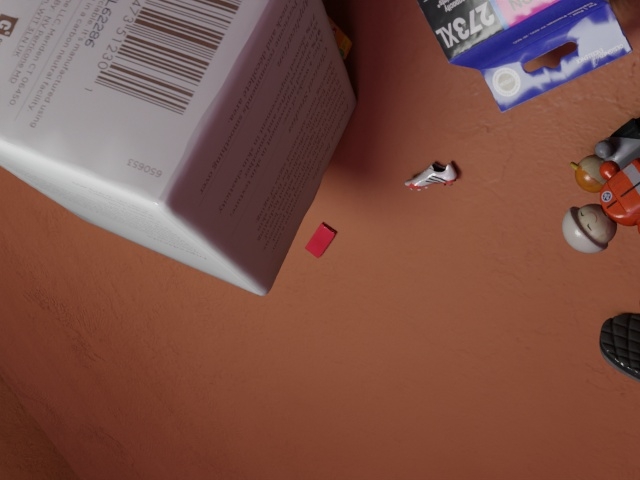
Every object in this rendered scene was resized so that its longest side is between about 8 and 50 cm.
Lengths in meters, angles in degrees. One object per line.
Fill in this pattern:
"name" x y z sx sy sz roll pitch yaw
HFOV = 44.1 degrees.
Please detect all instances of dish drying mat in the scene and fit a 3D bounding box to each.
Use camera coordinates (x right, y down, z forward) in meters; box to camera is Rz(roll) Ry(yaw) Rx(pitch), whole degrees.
"dish drying mat" 0.000 0.000 1.389 0.032 0.008 0.083 36 141 1

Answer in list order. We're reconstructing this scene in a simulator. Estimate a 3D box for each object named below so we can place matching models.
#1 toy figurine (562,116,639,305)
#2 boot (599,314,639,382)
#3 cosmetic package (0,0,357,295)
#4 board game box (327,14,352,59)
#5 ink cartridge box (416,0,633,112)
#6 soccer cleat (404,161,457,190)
"toy figurine" 0.393 -0.027 0.925 0.213 0.209 0.148 40 124 -9
"boot" 0.556 0.252 1.165 0.338 0.118 0.222 24 144 21
"cosmetic package" -0.187 -0.170 0.997 0.328 0.329 0.393 21 168 17
"board game box" -0.077 -0.318 1.010 0.124 0.039 0.259 15 168 41
"ink cartridge box" 0.171 -0.324 0.854 0.176 0.069 0.370 -22 103 45
"soccer cleat" 0.161 -0.096 1.168 0.083 0.029 0.035 -4 117 34
